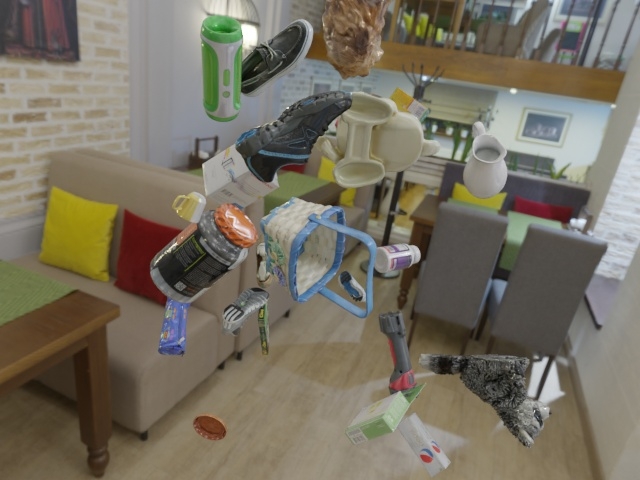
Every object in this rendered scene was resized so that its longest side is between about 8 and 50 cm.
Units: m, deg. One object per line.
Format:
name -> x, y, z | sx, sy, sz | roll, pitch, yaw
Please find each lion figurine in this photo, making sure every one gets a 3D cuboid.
lion figurine -> 0.136, -0.505, 0.824 | 0.142, 0.392, 0.240 | 19, 38, -40

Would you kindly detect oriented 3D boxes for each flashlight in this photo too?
flashlight -> 0.264, 0.401, 1.535 | 0.103, 0.303, 0.103 | -13, 1, 2

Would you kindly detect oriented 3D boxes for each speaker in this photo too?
speaker -> -0.301, -0.516, 1.347 | 0.131, 0.296, 0.131 | 6, 52, -8

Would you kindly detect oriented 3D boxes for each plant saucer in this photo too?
plant saucer -> -0.258, 0.436, 1.035 | 0.084, 0.083, 0.013 | 11, 30, 6

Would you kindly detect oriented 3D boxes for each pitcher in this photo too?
pitcher -> 0.492, -0.238, 1.330 | 0.126, 0.207, 0.177 | -11, 59, 11

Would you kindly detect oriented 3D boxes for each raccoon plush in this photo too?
raccoon plush -> 0.605, 0.581, 1.638 | 0.447, 0.299, 0.216 | -5, -10, 35

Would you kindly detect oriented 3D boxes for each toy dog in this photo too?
toy dog -> 0.176, -0.384, 1.505 | 0.396, 0.284, 0.408 | -7, 24, -4

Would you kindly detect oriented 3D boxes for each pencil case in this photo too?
pencil case -> -0.708, 0.410, 2.153 | 0.119, 0.133, 0.306 | 30, 47, -42

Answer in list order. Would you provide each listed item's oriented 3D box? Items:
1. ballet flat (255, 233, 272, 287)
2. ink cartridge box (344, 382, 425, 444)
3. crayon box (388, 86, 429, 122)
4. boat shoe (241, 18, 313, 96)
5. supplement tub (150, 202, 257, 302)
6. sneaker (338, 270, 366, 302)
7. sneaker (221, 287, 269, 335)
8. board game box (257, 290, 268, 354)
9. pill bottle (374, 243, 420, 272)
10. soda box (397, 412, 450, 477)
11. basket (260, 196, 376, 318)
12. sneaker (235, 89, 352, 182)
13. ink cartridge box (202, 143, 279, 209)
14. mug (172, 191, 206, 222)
ballet flat -> -0.208, 0.073, 1.631 | 0.073, 0.206, 0.067 | -5, -10, 2
ink cartridge box -> 0.194, 0.491, 1.298 | 0.056, 0.171, 0.235 | 52, 39, 5
crayon box -> 0.319, -0.497, 1.915 | 0.165, 0.278, 0.081 | 41, 13, 14
boat shoe -> -0.167, -0.612, 1.487 | 0.121, 0.335, 0.119 | 56, 23, 11
supplement tub -> -0.385, 0.040, 1.471 | 0.207, 0.338, 0.207 | 45, 19, -21
sneaker -> 0.150, 0.215, 1.988 | 0.083, 0.071, 0.190 | 31, 18, -48
sneaker -> -0.276, 0.259, 1.551 | 0.086, 0.132, 0.229 | 33, 30, 17
board game box -> -0.225, 0.333, 1.762 | 0.030, 0.259, 0.136 | 2, 45, -1
pill bottle -> 0.322, 0.070, 1.849 | 0.194, 0.108, 0.108 | -7, 26, -32
soda box -> 0.393, 0.778, 1.682 | 0.216, 0.074, 0.069 | 53, 23, 23
basket -> 0.002, 0.044, 1.055 | 0.289, 0.254, 0.201 | 22, 45, 26
sneaker -> -0.055, -0.285, 1.174 | 0.341, 0.139, 0.125 | -31, 26, -7
ink cartridge box -> -0.310, -0.253, 1.716 | 0.171, 0.233, 0.168 | 34, 35, -54
mug -> -0.321, -0.086, 1.101 | 0.062, 0.064, 0.078 | 35, 13, 4
